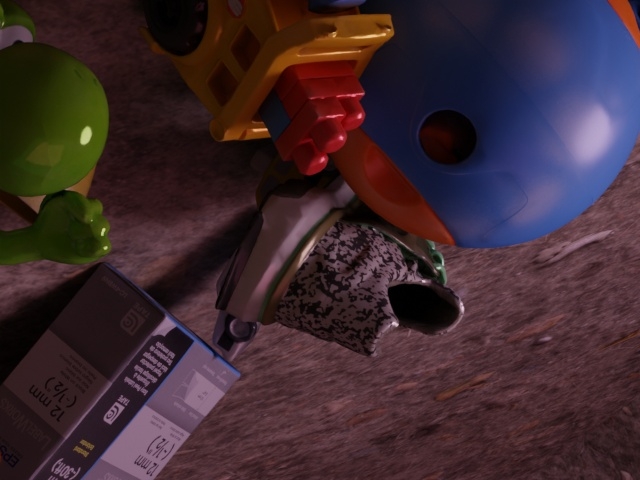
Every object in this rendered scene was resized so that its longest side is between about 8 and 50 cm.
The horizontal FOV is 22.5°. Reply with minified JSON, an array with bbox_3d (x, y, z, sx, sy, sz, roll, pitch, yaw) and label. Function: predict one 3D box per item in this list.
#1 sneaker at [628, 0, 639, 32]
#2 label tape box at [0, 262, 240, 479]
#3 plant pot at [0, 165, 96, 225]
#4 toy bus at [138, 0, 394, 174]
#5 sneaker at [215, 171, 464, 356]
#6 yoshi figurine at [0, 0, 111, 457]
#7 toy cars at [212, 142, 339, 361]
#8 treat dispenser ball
[{"bbox_3d":[0.355,-0.217,1.778,0.126,0.091,0.240,15,136,-34],"label":"sneaker"},{"bbox_3d":[-0.267,0.220,1.761,0.347,0.115,0.249,-52,156,-6],"label":"label tape box"},{"bbox_3d":[-0.236,-0.076,1.328,0.095,0.134,0.134,-52,160,-11],"label":"plant pot"},{"bbox_3d":[-0.017,-0.169,1.254,0.149,0.211,0.220,-8,148,-38],"label":"toy bus"},{"bbox_3d":[0.056,0.032,1.507,0.158,0.182,0.410,-60,166,23],"label":"sneaker"},{"bbox_3d":[-0.257,-0.002,1.158,0.203,0.362,0.203,15,179,-3],"label":"yoshi figurine"},{"bbox_3d":[-0.050,-0.016,1.697,0.176,0.087,0.393,-53,175,-32],"label":"toy cars"},{"bbox_3d":[0.138,-0.137,1.398,0.288,0.288,0.288,-24,157,-11],"label":"treat dispenser ball"}]
